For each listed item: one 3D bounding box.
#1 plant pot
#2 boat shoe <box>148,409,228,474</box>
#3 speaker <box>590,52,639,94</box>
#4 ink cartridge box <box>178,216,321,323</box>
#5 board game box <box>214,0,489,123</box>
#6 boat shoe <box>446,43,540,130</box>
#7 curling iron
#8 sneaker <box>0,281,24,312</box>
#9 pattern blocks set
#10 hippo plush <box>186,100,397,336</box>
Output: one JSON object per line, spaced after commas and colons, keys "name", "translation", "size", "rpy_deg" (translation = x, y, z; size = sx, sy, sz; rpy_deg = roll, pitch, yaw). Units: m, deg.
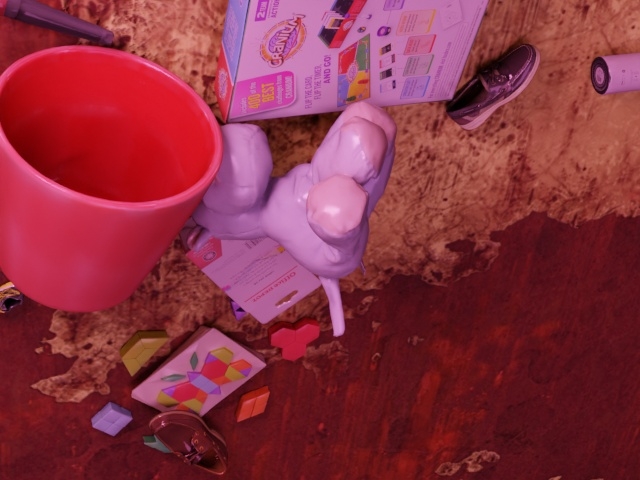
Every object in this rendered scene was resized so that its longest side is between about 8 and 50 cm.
{"name": "plant pot", "translation": [-0.281, -0.061, 1.697], "size": [0.275, 0.275, 0.243], "rpy_deg": [1, 140, -24]}
{"name": "boat shoe", "translation": [-0.197, 0.313, 2.157], "size": [0.064, 0.060, 0.178], "rpy_deg": [-35, 141, 12]}
{"name": "speaker", "translation": [0.455, -0.239, 1.974], "size": [0.136, 0.055, 0.055], "rpy_deg": [-8, 133, -17]}
{"name": "ink cartridge box", "translation": [-0.097, 0.022, 1.966], "size": [0.115, 0.067, 0.198], "rpy_deg": [-34, 133, 9]}
{"name": "board game box", "translation": [0.039, -0.259, 1.731], "size": [0.316, 0.064, 0.242], "rpy_deg": [-7, 147, -17]}
{"name": "boat shoe", "translation": [0.235, -0.211, 1.904], "size": [0.049, 0.056, 0.152], "rpy_deg": [23, 119, -43]}
{"name": "curling iron", "translation": [-0.370, -0.264, 1.611], "size": [0.274, 0.035, 0.068], "rpy_deg": [7, 131, -28]}
{"name": "sneaker", "translation": [-0.440, 0.084, 1.897], "size": [0.083, 0.035, 0.031], "rpy_deg": [-27, 134, 2]}
{"name": "pattern blocks set", "translation": [-0.182, 0.208, 2.128], "size": [0.285, 0.026, 0.325], "rpy_deg": [21, 120, -36]}
{"name": "hippo plush", "translation": [-0.042, -0.073, 1.803], "size": [0.236, 0.234, 0.294], "rpy_deg": [16, 147, 7]}
